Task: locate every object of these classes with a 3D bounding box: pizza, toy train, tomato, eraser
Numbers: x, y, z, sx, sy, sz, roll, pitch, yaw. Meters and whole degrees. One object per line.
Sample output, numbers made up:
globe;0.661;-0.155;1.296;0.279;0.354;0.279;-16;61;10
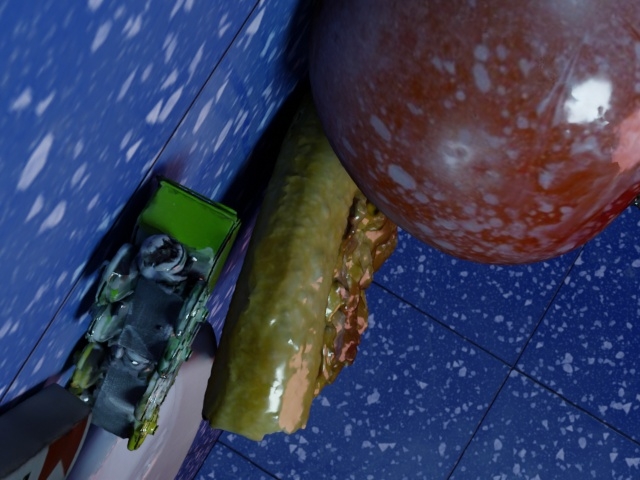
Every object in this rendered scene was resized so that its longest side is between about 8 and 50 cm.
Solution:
pizza;0.000;0.000;0.851;0.409;0.114;0.278;-65;170;-46
toy train;-0.094;0.046;0.592;0.081;0.060;0.202;-63;-179;-37
tomato;0.111;-0.125;0.648;0.270;0.227;0.270;-53;-162;25
eraser;-0.151;0.172;0.847;0.204;0.059;0.243;-58;173;-20

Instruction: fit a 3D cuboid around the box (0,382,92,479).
box;-0.172;0.140;0.504;0.115;0.036;0.177;-60;176;9
